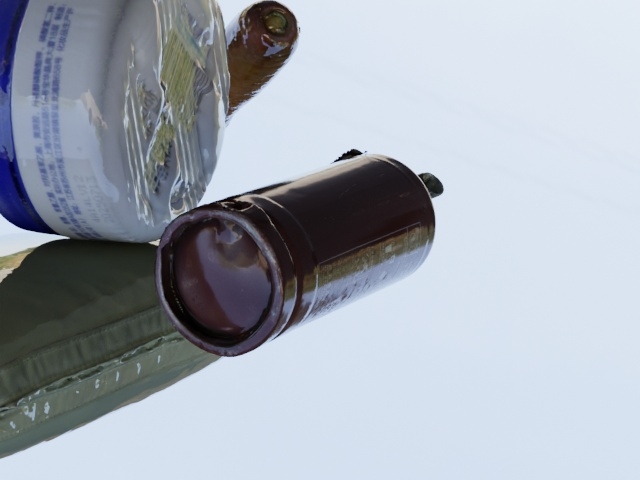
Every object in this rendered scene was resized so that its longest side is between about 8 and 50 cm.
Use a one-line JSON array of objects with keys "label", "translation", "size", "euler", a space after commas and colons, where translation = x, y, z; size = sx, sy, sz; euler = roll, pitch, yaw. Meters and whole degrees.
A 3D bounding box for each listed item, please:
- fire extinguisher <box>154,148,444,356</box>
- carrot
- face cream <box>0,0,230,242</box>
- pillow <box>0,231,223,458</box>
[{"label": "fire extinguisher", "translation": [0.000, 0.000, 1.170], "size": [0.105, 0.105, 0.269], "euler": [32, -154, 20]}, {"label": "carrot", "translation": [-0.073, -0.129, 1.451], "size": [0.059, 0.059, 0.248], "euler": [19, 158, -13]}, {"label": "face cream", "translation": [-0.141, -0.101, 1.205], "size": [0.111, 0.206, 0.206], "euler": [9, -164, 20]}, {"label": "pillow", "translation": [-0.214, 0.067, 1.208], "size": [0.255, 0.120, 0.322], "euler": [4, -163, 36]}]
